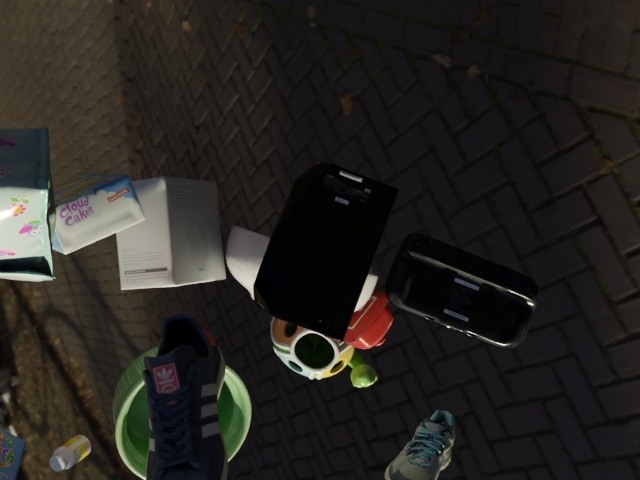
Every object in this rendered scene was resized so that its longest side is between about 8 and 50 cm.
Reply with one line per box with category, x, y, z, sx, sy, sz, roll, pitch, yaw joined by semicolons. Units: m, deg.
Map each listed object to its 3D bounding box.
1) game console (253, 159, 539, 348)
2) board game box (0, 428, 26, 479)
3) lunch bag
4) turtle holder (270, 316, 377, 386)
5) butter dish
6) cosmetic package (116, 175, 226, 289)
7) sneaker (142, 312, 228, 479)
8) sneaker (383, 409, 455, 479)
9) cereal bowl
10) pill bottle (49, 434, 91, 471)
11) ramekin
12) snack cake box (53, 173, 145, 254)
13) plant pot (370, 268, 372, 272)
game console;0.107;0.051;1.031;0.044;0.361;0.213;170;122;-87
board game box;-0.520;0.355;1.123;0.039;0.160;0.211;-25;42;27
lunch bag;-0.495;-0.025;1.125;0.262;0.223;0.160;109;154;-45
turtle holder;-0.005;0.307;2.268;0.227;0.243;0.320;-101;-13;-77
butter dish;0.114;0.210;1.926;0.118;0.160;0.160;47;158;-22
cosmetic package;-0.323;-0.016;1.695;0.138;0.224;0.224;-5;89;21
sneaker;-0.218;0.253;1.190;0.350;0.131;0.148;-101;-4;-51
sneaker;0.216;0.438;1.654;0.110;0.283;0.122;18;106;17
cereal bowl;-0.054;0.084;1.703;0.339;0.339;0.141;18;88;48
pill bottle;-0.462;0.393;1.447;0.043;0.083;0.043;2;99;15
ramekin;-0.323;0.381;1.779;0.148;0.303;0.303;-149;49;-61
snack cake box;-0.439;-0.055;1.427;0.264;0.152;0.089;9;120;58
plant pot;0.000;0.000;2.053;0.254;0.237;0.237;-97;20;-44
